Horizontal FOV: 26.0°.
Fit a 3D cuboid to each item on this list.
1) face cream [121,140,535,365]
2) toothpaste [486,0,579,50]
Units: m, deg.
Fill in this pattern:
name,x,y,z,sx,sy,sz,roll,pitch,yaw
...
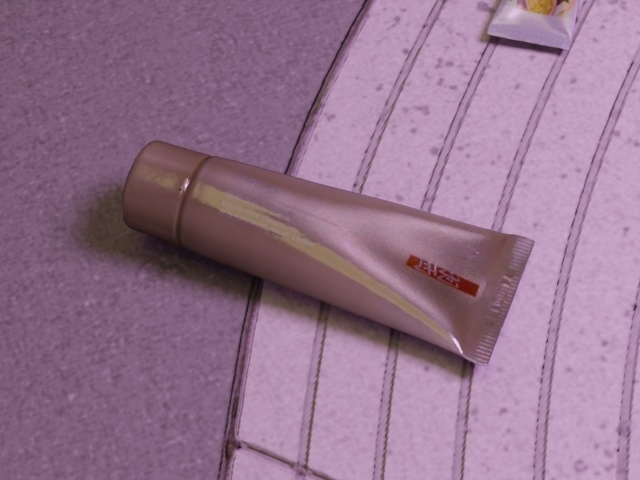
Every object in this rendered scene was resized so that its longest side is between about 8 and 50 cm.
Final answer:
name,x,y,z,sx,sy,sz,roll,pitch,yaw
face cream,0.000,0.000,1.180,0.341,0.084,0.137,18,54,13
toothpaste,0.241,-0.318,1.346,0.058,0.056,0.314,-14,49,52
